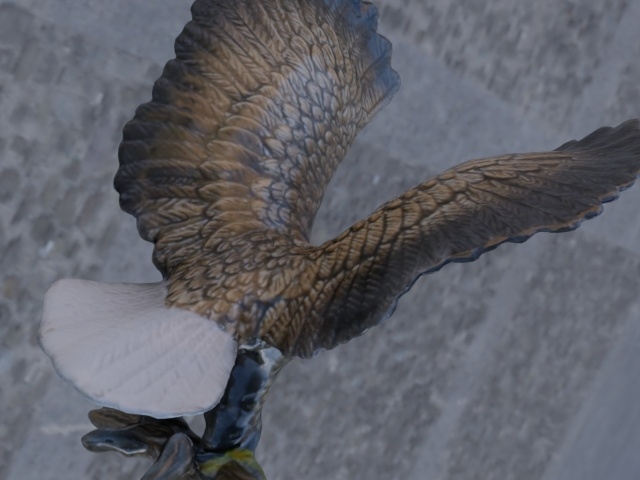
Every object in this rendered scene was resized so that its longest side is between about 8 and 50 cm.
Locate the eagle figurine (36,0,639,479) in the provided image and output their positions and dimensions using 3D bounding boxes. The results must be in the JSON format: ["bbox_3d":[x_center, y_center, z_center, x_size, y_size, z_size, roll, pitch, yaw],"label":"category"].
[{"bbox_3d":[-0.001,-0.001,0.711,0.226,0.225,0.298,34,88,-20],"label":"eagle figurine"}]
